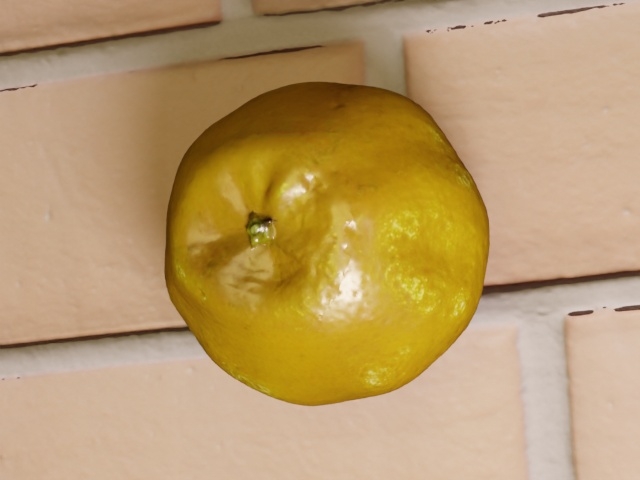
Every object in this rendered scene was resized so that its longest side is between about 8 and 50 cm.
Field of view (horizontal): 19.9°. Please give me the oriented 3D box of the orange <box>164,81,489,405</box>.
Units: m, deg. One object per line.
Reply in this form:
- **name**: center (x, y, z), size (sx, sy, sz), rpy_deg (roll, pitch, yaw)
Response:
- **orange**: center (0.000, 0.000, 1.521), size (0.279, 0.235, 0.279), rpy_deg (-7, 72, 21)
